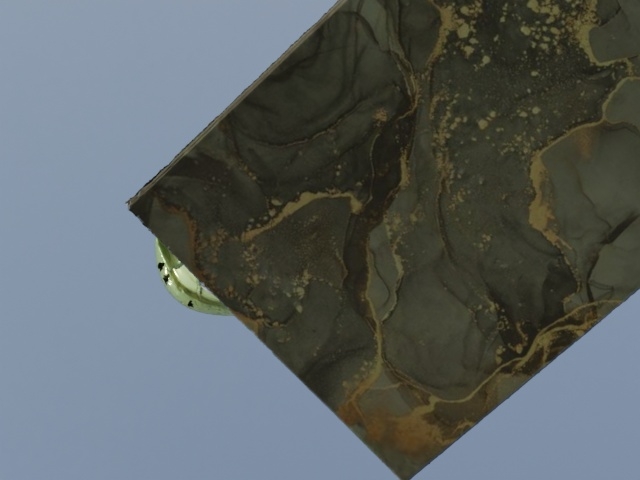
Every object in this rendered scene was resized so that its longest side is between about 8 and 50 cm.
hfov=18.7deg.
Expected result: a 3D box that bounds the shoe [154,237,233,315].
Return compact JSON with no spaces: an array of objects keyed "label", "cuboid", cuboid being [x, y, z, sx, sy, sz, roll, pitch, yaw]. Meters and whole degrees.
[{"label":"shoe","cuboid":[-0.001,0.002,1.555,0.262,0.140,0.128,-7,179,-9]}]

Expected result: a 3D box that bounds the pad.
[{"label":"pad","cuboid":[0.094,-0.048,1.121,0.247,0.367,0.007,45,-159,-9]}]
